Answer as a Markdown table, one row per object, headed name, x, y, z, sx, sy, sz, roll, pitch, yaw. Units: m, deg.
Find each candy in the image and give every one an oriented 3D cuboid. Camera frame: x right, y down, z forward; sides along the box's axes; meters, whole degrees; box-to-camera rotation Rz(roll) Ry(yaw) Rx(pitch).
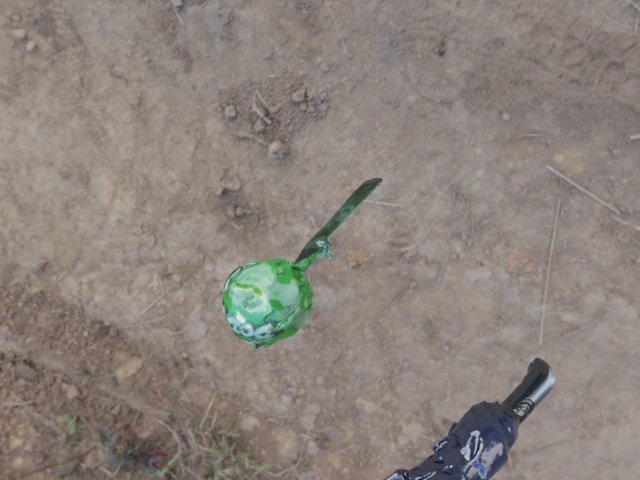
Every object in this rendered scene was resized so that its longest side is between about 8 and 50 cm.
| name | x | y | z | sx | sy | sz | roll | pitch | yaw |
| --- | --- | --- | --- | --- | --- | --- | --- | --- | --- |
| candy | 0.002 | 0.001 | 0.610 | 0.097 | 0.323 | 0.097 | 22 | 137 | 23 |

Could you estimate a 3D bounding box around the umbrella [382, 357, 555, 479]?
| name | x | y | z | sx | sy | sz | roll | pitch | yaw |
| --- | --- | --- | --- | --- | --- | --- | --- | --- | --- |
| umbrella | 0.139 | 0.193 | 0.463 | 0.071 | 0.248 | 0.071 | 47 | 163 | 19 |
